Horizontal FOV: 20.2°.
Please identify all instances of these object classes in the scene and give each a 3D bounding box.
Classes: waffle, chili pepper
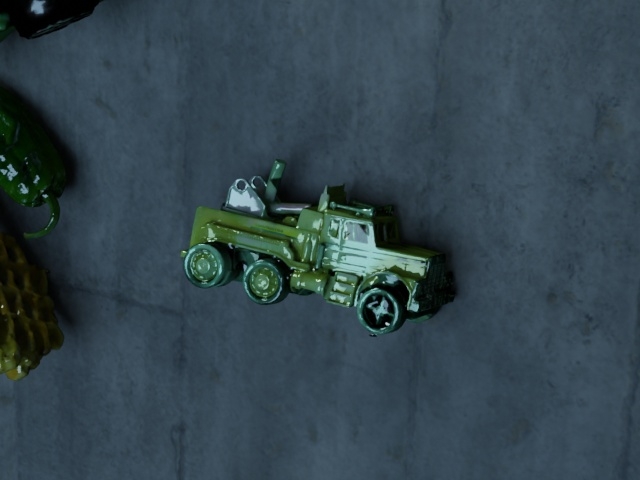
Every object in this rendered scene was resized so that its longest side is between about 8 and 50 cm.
[{"bbox_3d":[-0.368,0.029,1.939,0.056,0.249,0.253,-30,122,20],"label":"waffle"},{"bbox_3d":[-0.360,-0.117,1.941,0.257,0.100,0.074,41,163,16],"label":"chili pepper"}]

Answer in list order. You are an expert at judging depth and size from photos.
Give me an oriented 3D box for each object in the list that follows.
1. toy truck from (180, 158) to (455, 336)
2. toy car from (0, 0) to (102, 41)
[{"bbox_3d":[0.002,0.004,1.774,0.260,0.128,0.135,18,101,22],"label":"toy truck"},{"bbox_3d":[-0.312,-0.305,1.805,0.359,0.176,0.213,-20,97,36],"label":"toy car"}]
